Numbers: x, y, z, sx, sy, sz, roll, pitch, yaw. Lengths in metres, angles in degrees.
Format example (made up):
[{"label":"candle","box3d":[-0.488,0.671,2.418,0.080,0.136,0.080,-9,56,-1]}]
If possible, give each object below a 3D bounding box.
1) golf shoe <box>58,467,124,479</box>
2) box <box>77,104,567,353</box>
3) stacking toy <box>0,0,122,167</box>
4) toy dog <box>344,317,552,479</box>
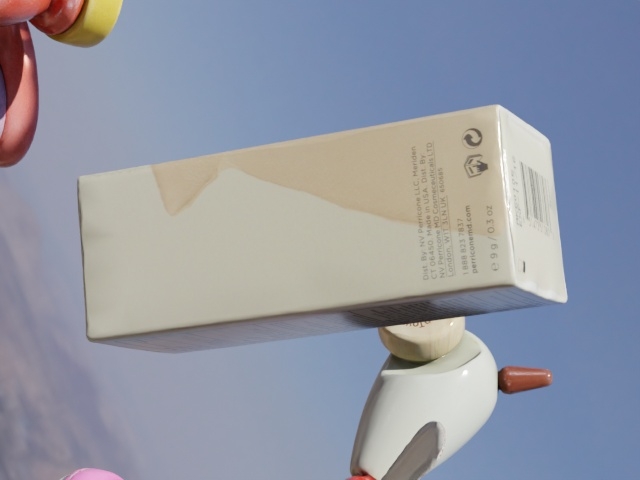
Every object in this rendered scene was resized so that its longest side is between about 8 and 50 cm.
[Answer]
[{"label":"golf shoe","box3d":[-0.155,0.283,1.125,0.115,0.140,0.306,-49,136,-51]},{"label":"box","box3d":[0.000,0.000,1.174,0.148,0.311,0.121,18,65,-68]},{"label":"stacking toy","box3d":[-0.323,-0.226,1.475,0.309,0.130,0.279,-51,-123,40]},{"label":"toy dog","box3d":[0.105,0.196,1.508,0.220,0.161,0.334,54,45,-60]}]
